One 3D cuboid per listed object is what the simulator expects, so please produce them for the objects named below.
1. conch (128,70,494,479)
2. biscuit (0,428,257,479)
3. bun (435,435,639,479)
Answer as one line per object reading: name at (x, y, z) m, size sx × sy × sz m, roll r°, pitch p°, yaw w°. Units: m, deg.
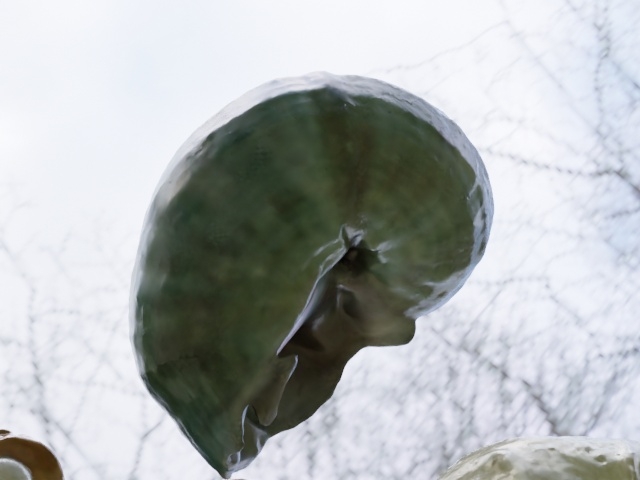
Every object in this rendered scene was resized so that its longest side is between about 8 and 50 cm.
conch at (0.000, 0.000, 1.142) m, size 0.195 × 0.277 × 0.220 m, roll 7°, pitch -55°, yaw 14°
biscuit at (-0.181, 0.227, 1.162) m, size 0.340 × 0.047 × 0.216 m, roll 15°, pitch -93°, yaw -24°
bun at (0.115, 0.158, 0.758) m, size 0.164 × 0.111 × 0.188 m, roll -29°, pitch -108°, yaw -10°
